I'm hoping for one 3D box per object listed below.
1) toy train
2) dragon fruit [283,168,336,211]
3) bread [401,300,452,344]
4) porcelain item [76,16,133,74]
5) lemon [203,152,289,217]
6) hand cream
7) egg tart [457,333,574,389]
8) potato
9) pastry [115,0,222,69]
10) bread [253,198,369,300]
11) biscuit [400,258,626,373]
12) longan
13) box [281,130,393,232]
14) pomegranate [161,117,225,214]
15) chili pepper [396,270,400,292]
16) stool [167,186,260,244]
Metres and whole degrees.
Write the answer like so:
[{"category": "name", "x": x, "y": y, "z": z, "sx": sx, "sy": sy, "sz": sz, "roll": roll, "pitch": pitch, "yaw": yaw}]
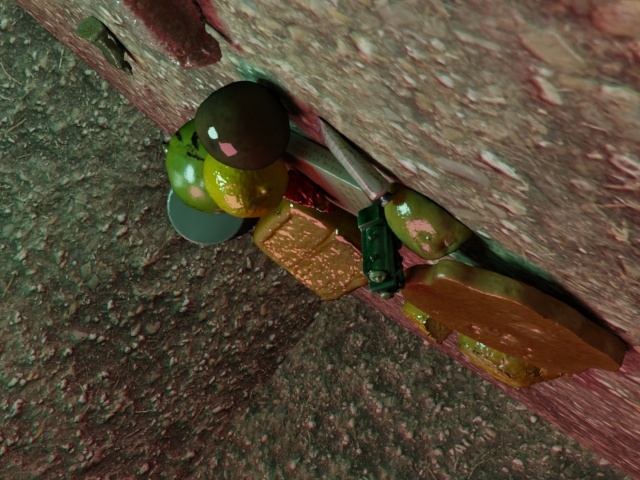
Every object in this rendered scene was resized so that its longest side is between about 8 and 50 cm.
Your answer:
[{"category": "toy train", "x": 0.114, "y": 0.025, "z": 1.092, "sx": 0.111, "sy": 0.071, "sz": 0.171, "roll": 50, "pitch": -148, "yaw": -45}, {"category": "dragon fruit", "x": -0.024, "y": -0.109, "z": 1.271, "sx": 0.097, "sy": 0.063, "sz": 0.131, "roll": -5, "pitch": -152, "yaw": -45}, {"category": "bread", "x": 0.305, "y": 0.192, "z": 1.594, "sx": 0.139, "sy": 0.143, "sz": 0.229, "roll": 33, "pitch": 170, "yaw": 33}, {"category": "porcelain item", "x": -0.615, "y": -0.555, "z": 1.685, "sx": 0.081, "sy": 0.069, "sz": 0.216, "roll": 22, "pitch": 167, "yaw": 23}, {"category": "lemon", "x": -0.157, "y": -0.136, "z": 1.212, "sx": 0.193, "sy": 0.181, "sz": 0.180, "roll": 21, "pitch": 167, "yaw": 28}, {"category": "hand cream", "x": 0.059, "y": -0.142, "z": 1.024, "sx": 0.194, "sy": 0.042, "sz": 0.067, "roll": 49, "pitch": 176, "yaw": 4}, {"category": "egg tart", "x": 0.439, "y": 0.258, "z": 1.382, "sx": 0.341, "sy": 0.132, "sz": 0.341, "roll": 37, "pitch": 172, "yaw": 6}, {"category": "potato", "x": 0.173, "y": -0.029, "z": 1.022, "sx": 0.120, "sy": 0.081, "sz": 0.149, "roll": 39, "pitch": 174, "yaw": -29}, {"category": "pastry", "x": -0.256, "y": -0.370, "z": 0.887, "sx": 0.112, "sy": 0.103, "sz": 0.265, "roll": 43, "pitch": 175, "yaw": 26}, {"category": "bread", "x": 0.004, "y": -0.006, "z": 1.524, "sx": 0.328, "sy": 0.148, "sz": 0.337, "roll": 38, "pitch": 146, "yaw": -7}, {"category": "biscuit", "x": 0.343, "y": 0.140, "z": 1.088, "sx": 0.385, "sy": 0.062, "sz": 0.365, "roll": 28, "pitch": 165, "yaw": -1}, {"category": "longan", "x": -0.146, "y": -0.213, "z": 1.065, "sx": 0.187, "sy": 0.167, "sz": 0.167, "roll": 12, "pitch": 159, "yaw": 36}, {"category": "box", "x": 0.010, "y": -0.142, "z": 1.245, "sx": 0.365, "sy": 0.051, "sz": 0.204, "roll": 33, "pitch": 173, "yaw": 38}, {"category": "pomegranate", "x": -0.238, "y": -0.193, "z": 1.473, "sx": 0.340, "sy": 0.261, "sz": 0.260, "roll": 7, "pitch": 170, "yaw": 5}, {"category": "chili pepper", "x": 0.148, "y": 0.062, "z": 1.783, "sx": 0.270, "sy": 0.099, "sz": 0.136, "roll": 35, "pitch": -158, "yaw": -40}, {"category": "stool", "x": -0.347, "y": -0.130, "z": 1.917, "sx": 0.297, "sy": 0.297, "sz": 0.330, "roll": 38, "pitch": -172, "yaw": -4}]
